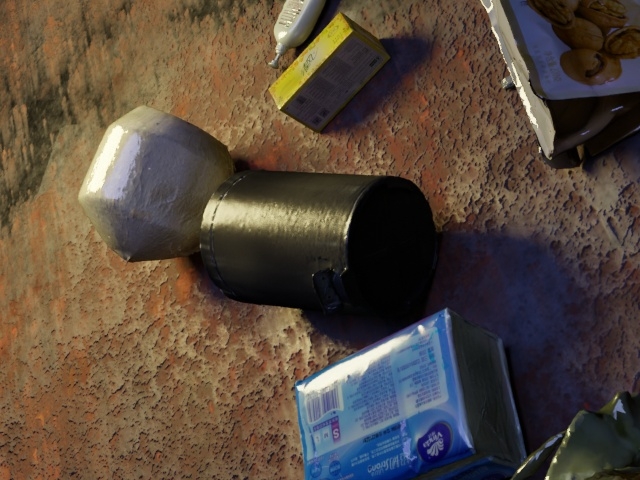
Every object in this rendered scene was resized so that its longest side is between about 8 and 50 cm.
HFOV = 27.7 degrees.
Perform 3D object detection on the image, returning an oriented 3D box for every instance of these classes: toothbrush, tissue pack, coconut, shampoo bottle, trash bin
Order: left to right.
[{"bbox_3d":[-0.272,-0.080,2.148,0.245,0.245,0.247,21,86,49],"label":"coconut"},{"bbox_3d":[-0.047,-0.361,2.210,0.077,0.045,0.152,22,84,47],"label":"shampoo bottle"},{"bbox_3d":[0.000,0.000,1.853,0.301,0.203,0.252,4,39,46],"label":"trash bin"},{"bbox_3d":[0.013,-0.265,2.060,0.176,0.095,0.062,-46,43,18],"label":"tissue pack"},{"bbox_3d":[0.110,0.235,1.655,0.263,0.146,0.198,-29,53,31],"label":"tissue pack"},{"bbox_3d":[0.330,-0.252,1.792,0.194,0.014,0.017,-25,57,35],"label":"toothbrush"}]

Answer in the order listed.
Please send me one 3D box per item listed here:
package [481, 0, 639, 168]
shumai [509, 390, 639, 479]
[{"bbox_3d":[0.321,-0.263,1.713,0.165,0.221,0.311,104,155,-57],"label":"package"},{"bbox_3d":[0.315,0.310,1.289,0.395,0.395,0.348,-38,26,25],"label":"shumai"}]
